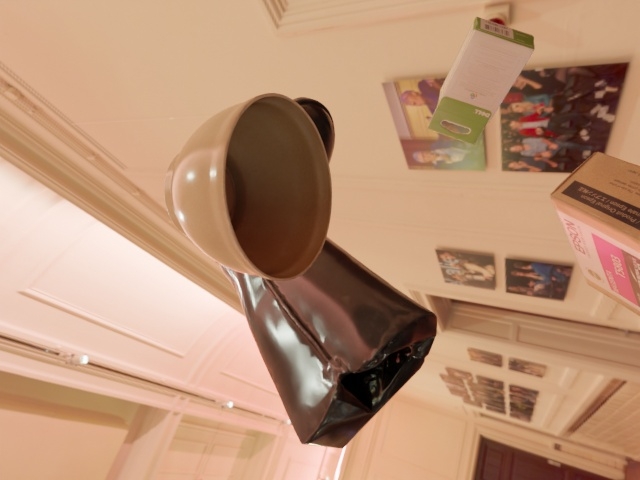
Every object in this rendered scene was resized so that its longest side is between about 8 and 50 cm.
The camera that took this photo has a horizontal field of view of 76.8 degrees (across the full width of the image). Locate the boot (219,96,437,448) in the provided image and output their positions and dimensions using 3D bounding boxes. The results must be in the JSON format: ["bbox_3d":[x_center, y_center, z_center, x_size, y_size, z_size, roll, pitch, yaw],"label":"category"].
[{"bbox_3d":[-0.001,0.002,0.600,0.146,0.445,0.367,18,-73,-34],"label":"boot"}]

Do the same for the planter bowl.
[{"bbox_3d":[-0.074,-0.045,0.381,0.162,0.109,0.162,0,-90,-60],"label":"planter bowl"}]

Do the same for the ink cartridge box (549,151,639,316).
[{"bbox_3d":[0.420,0.023,0.504,0.088,0.193,0.234,-44,-56,5],"label":"ink cartridge box"}]

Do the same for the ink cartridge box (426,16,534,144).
[{"bbox_3d":[0.298,-0.298,0.776,0.209,0.108,0.062,107,-178,-51],"label":"ink cartridge box"}]
